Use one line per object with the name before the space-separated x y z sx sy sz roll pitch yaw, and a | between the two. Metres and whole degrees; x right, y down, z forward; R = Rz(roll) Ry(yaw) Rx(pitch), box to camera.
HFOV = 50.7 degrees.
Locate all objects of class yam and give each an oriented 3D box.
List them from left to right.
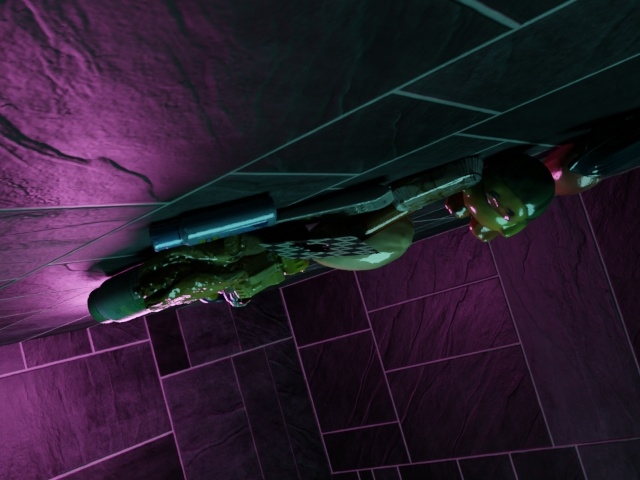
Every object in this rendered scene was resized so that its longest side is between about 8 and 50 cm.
yam | -0.134 -0.006 1.780 0.081 0.081 0.357 -20 173 28

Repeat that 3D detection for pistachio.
pistachio | 0.114 -0.008 1.957 0.318 0.214 0.193 -9 -144 0

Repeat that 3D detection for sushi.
sushi | 0.000 0.000 1.747 0.264 0.050 0.290 -5 169 15

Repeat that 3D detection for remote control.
remote control | 0.022 -0.083 1.642 0.313 0.055 0.109 -13 170 9

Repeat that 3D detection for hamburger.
hamburger | -0.329 0.080 1.727 0.259 0.144 0.283 -22 177 26

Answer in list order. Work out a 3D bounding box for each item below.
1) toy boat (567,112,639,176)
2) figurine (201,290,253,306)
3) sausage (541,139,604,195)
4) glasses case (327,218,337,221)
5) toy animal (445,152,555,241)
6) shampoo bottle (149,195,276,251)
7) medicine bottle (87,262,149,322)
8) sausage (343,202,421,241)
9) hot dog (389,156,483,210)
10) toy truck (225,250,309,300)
toy boat | 0.747 -0.244 1.696 0.296 0.122 0.114 -26 153 -6
figurine | -0.297 0.117 2.176 0.193 0.154 0.421 29 158 -28
sausage | 0.712 -0.203 1.919 0.148 0.148 0.254 -15 175 -9
glasses case | 0.037 -0.073 1.775 0.063 0.041 0.164 -22 175 26
toy animal | 0.505 -0.130 1.843 0.191 0.216 0.338 -43 179 -19
shampoo bottle | -0.222 -0.033 1.398 0.258 0.061 0.104 -14 172 -12
medicine bottle | -0.531 0.150 1.888 0.274 0.133 0.133 -20 173 33
sausage | 0.195 -0.082 1.827 0.264 0.083 0.083 -28 173 4
hot dog | 0.293 -0.144 1.706 0.253 0.069 0.131 -21 161 19
toy truck | -0.150 0.074 1.935 0.157 0.124 0.272 -2 -162 46
